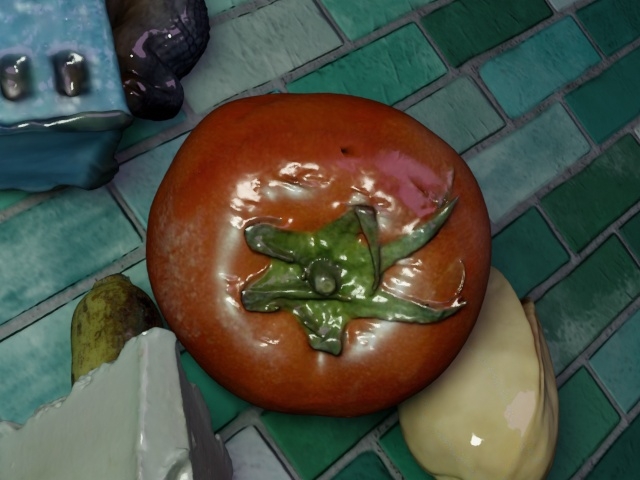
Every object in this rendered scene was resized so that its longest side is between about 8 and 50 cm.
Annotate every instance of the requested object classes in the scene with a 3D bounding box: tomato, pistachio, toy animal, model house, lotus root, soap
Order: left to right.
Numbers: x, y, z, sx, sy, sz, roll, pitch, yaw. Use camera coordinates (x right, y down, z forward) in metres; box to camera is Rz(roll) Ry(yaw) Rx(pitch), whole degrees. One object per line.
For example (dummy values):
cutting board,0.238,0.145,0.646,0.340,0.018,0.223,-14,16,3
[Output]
model house,-0.309,-0.193,1.423,0.237,0.215,0.303,-5,71,-20
lotus root,-0.191,0.109,1.489,0.089,0.080,0.179,19,50,-32
toy animal,-0.199,-0.252,1.705,0.185,0.122,0.298,40,29,-20
soap,-0.104,0.224,1.355,0.302,0.258,0.159,21,49,-34
tomato,0.000,0.000,1.570,0.341,0.341,0.273,43,13,-12
pistachio,0.180,0.157,1.731,0.187,0.187,0.299,31,41,-24

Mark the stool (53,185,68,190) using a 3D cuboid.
stool,-0.266,-0.111,1.568,0.110,0.096,0.096,50,40,2
